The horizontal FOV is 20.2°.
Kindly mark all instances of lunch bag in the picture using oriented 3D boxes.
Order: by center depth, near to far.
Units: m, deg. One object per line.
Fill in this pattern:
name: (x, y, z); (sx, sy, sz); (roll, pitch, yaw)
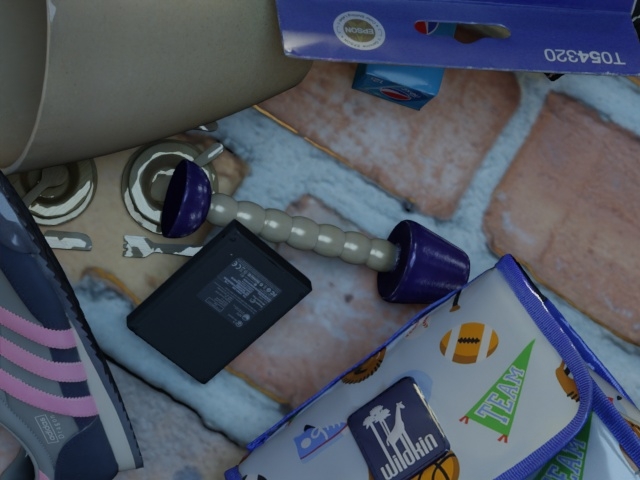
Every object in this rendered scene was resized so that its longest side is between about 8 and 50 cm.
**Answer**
lunch bag: (0.144, 0.251, 1.469); (0.328, 0.239, 0.385); (-37, 77, 8)

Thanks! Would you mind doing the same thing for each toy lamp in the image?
toy lamp: (0.000, 0.000, 1.578); (0.274, 0.080, 0.080); (14, 80, -17)

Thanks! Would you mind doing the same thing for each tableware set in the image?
tableware set: (-0.184, -0.052, 1.578); (0.194, 0.039, 0.128); (3, 82, -11)

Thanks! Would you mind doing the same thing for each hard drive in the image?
hard drive: (-0.087, 0.055, 1.544); (0.135, 0.022, 0.094); (-42, 117, 17)

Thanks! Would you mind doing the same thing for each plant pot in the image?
plant pot: (-0.147, -0.189, 1.517); (0.274, 0.256, 0.256); (-4, 83, -29)

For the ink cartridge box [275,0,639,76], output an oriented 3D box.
ink cartridge box: (0.107, -0.286, 1.538); (0.324, 0.071, 0.330); (1, 50, -16)

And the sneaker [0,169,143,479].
sneaker: (-0.252, 0.085, 1.456); (0.131, 0.112, 0.319); (-24, 117, -6)

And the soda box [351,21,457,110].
soda box: (0.093, -0.232, 1.645); (0.071, 0.067, 0.210); (17, 79, -8)

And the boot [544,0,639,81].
boot: (0.403, -0.160, 1.669); (0.377, 0.138, 0.284); (-27, 88, -19)
